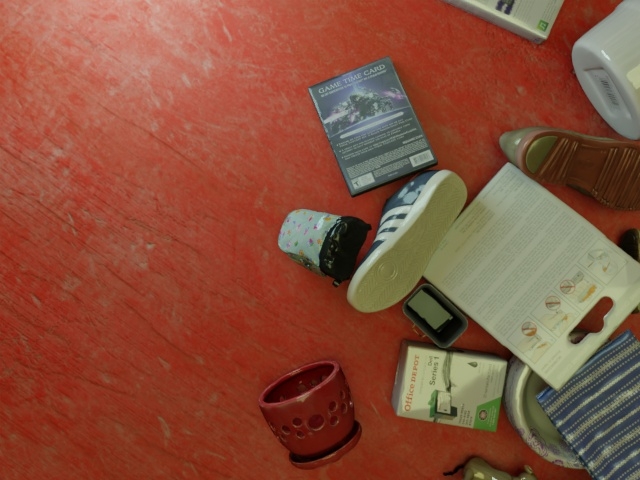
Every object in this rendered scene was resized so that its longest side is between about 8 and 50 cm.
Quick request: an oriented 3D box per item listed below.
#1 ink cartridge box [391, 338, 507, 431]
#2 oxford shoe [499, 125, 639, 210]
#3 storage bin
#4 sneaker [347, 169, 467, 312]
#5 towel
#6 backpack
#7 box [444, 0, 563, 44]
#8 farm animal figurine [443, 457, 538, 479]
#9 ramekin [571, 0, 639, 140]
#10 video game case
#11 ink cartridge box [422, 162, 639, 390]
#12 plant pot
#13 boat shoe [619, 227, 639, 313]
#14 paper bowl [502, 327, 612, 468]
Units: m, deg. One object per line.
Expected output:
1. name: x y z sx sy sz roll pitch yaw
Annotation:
1. ink cartridge box: 0.277 0.315 1.449 0.219 0.092 0.160 8 91 0
2. oxford shoe: 0.568 -0.170 1.417 0.397 0.146 0.140 16 108 -21
3. storage bin: 0.240 0.162 1.446 0.135 0.091 0.098 43 93 0
4. sneaker: 0.160 -0.005 1.409 0.350 0.148 0.131 -50 122 -8
5. towel: 0.623 0.382 1.331 0.243 0.040 0.336 -37 92 1
6. backpack: 0.000 0.000 1.400 0.115 0.182 0.152 37 75 -37
7. box: 0.390 -0.602 1.447 0.322 0.058 0.232 25 91 -2
8. farm animal figurine: 0.465 0.607 1.411 0.327 0.172 0.330 -24 91 42
9. ramekin: 0.637 -0.337 1.349 0.135 0.277 0.277 -33 91 9
10. video game case: 0.109 -0.248 1.431 0.196 0.026 0.274 -21 72 1
11. ink cartridge box: 0.440 0.071 1.391 0.385 0.091 0.308 42 90 17
12. plant pot: -0.013 0.372 1.405 0.191 0.191 0.174 -25 96 1
13. boat shoe: 0.705 0.065 1.462 0.072 0.068 0.190 -5 101 -12
14. paper bowl: 0.533 0.328 1.421 0.284 0.148 0.284 0 91 0
